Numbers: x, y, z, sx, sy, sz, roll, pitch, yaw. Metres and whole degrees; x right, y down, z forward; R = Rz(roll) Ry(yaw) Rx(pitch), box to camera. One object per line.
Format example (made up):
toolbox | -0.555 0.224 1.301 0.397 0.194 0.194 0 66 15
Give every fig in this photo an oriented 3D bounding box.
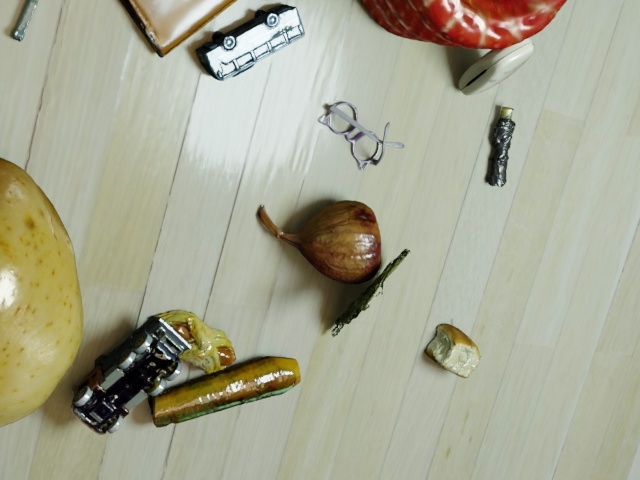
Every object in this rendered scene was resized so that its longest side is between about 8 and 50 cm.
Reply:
fig | 0.000 0.000 1.605 0.201 0.146 0.134 3 99 -14

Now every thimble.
thimble | 0.223 -0.468 1.510 0.350 0.230 0.350 -10 111 -26

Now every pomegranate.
pomegranate | -0.471 0.085 1.214 0.410 0.410 0.410 -9 110 -25

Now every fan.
fan | -0.375 -0.360 1.343 0.016 0.038 0.193 22 97 -19

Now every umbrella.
umbrella | 0.322 -0.167 1.770 0.037 0.040 0.144 -8 113 -33

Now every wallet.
wallet | -0.219 -0.386 1.414 0.161 0.042 0.195 -38 122 -7

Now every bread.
bread | 0.247 0.203 1.832 0.083 0.070 0.077 32 91 -34

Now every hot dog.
hot dog | -0.195 0.165 1.590 0.169 0.061 0.078 30 90 -32

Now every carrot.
carrot | -0.157 0.248 1.637 0.260 0.070 0.070 -15 112 -21

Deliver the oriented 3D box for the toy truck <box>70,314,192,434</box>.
toy truck | -0.291 0.203 1.520 0.192 0.092 0.083 -41 114 4

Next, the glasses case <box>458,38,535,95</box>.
glasses case | 0.285 -0.284 1.624 0.081 0.204 0.051 -29 90 -11

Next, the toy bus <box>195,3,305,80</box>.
toy bus | -0.104 -0.299 1.497 0.165 0.047 0.065 -32 122 -16

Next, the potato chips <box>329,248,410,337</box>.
potato chips | 0.076 0.090 1.637 0.029 0.220 0.202 44 96 3

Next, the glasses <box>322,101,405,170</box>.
glasses | 0.079 -0.163 1.604 0.062 0.103 0.140 -47 125 -9
